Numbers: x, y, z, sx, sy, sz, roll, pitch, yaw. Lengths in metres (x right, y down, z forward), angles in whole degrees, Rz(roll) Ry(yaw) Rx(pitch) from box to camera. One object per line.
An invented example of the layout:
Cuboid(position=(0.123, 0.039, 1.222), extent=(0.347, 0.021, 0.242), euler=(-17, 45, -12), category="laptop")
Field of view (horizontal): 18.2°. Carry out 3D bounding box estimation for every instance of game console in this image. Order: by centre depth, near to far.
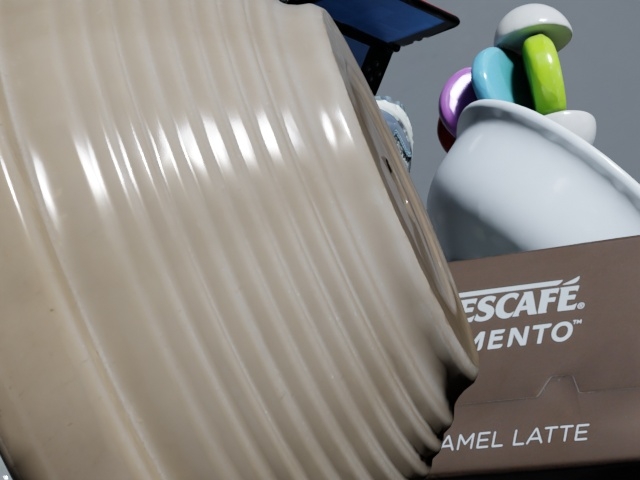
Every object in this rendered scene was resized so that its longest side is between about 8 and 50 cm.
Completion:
Cuboid(position=(0.029, -0.164, 1.728), extent=(0.144, 0.085, 0.124), euler=(18, 95, -42), category="game console")

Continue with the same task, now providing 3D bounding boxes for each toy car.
Cuboid(position=(0.177, -0.124, 1.891), extent=(0.136, 0.182, 0.159), euler=(-8, 68, -6), category="toy car")

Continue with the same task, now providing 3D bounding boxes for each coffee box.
Cuboid(position=(0.121, 0.113, 0.777), extent=(0.246, 0.141, 0.098), euler=(52, 41, -41), category="coffee box")

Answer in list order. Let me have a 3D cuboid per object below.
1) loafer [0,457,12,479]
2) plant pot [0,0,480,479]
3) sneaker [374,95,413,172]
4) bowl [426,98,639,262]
Cuboid(position=(-0.277, 0.196, 1.701), extent=(0.096, 0.267, 0.084), euler=(22, 113, -4), category="loafer")
Cuboid(position=(-0.025, 0.007, 0.585), extent=(0.109, 0.237, 0.237), euler=(-23, 92, 8), category="plant pot")
Cuboid(position=(0.023, 0.011, 1.377), extent=(0.110, 0.283, 0.122), euler=(-13, 58, -9), category="sneaker")
Cuboid(position=(0.190, 0.031, 1.704), extent=(0.298, 0.298, 0.134), euler=(45, 75, -6), category="bowl")
